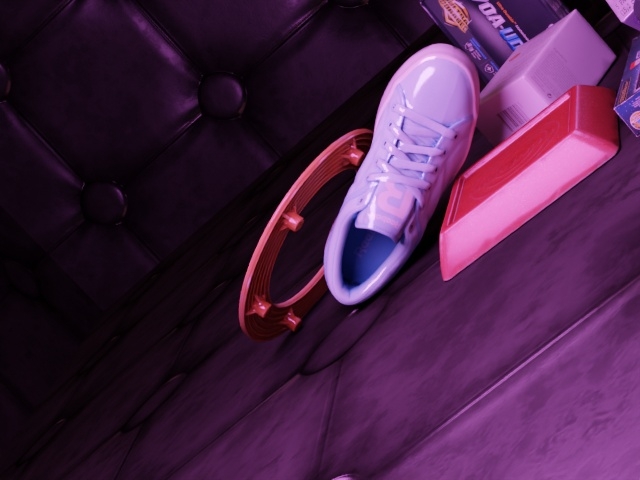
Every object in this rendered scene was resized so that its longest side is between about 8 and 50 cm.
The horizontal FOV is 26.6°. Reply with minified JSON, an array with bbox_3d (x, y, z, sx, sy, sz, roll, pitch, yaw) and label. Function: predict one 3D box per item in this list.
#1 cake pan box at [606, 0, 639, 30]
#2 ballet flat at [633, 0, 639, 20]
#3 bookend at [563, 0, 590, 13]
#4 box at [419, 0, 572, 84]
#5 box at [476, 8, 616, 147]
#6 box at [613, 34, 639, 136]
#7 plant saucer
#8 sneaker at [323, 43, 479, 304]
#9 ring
[{"bbox_3d":[0.451,-0.446,1.824,0.267,0.070,0.245,-49,43,30],"label":"cake pan box"},{"bbox_3d":[0.475,-0.322,1.694,0.203,0.074,0.074,-30,15,36],"label":"ballet flat"},{"bbox_3d":[0.392,-0.386,2.308,0.156,0.072,0.157,-42,10,3],"label":"bookend"},{"bbox_3d":[0.283,-0.333,2.065,0.175,0.220,0.051,-32,11,45],"label":"box"},{"bbox_3d":[0.301,-0.212,1.844,0.170,0.091,0.130,-50,11,-35],"label":"box"},{"bbox_3d":[0.419,-0.219,1.531,0.159,0.044,0.233,-37,11,31],"label":"box"},{"bbox_3d":[0.245,-0.086,1.650,0.258,0.048,0.259,-39,11,22],"label":"plant saucer"},{"bbox_3d":[0.107,-0.068,1.735,0.150,0.135,0.366,-82,12,-63],"label":"sneaker"},{"bbox_3d":[0.000,0.000,1.882,0.336,0.032,0.336,-49,-21,-27],"label":"ring"}]
